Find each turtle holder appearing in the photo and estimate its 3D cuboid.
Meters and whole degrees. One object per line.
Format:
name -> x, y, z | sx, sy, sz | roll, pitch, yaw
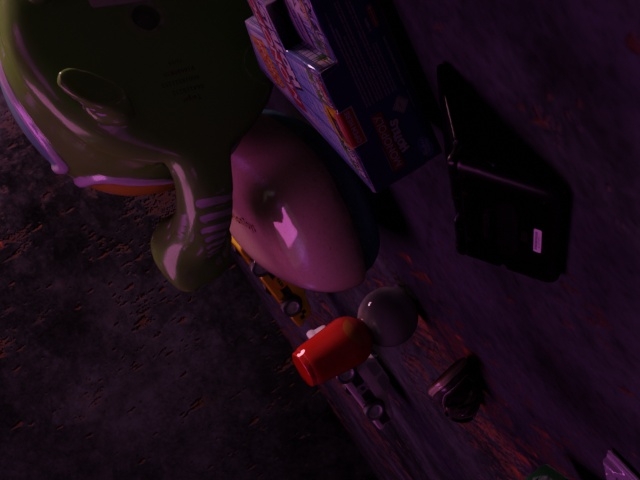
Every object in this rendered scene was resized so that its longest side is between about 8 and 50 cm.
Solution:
turtle holder -> -0.154, -0.139, 0.981 | 0.320, 0.243, 0.227 | 41, 148, -3

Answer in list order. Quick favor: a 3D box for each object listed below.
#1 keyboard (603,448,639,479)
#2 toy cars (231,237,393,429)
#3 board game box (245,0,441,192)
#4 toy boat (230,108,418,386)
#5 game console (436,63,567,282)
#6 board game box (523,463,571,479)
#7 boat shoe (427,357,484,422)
keyboard -> 0.283, 0.265, 0.922 | 0.072, 0.014, 0.256 | 41, 164, 41
toy cars -> 0.000, 0.120, 1.698 | 0.393, 0.087, 0.176 | 51, 176, 10
board game box -> -0.011, -0.156, 0.773 | 0.194, 0.060, 0.194 | 62, 171, -31
toy boat -> 0.000, 0.000, 1.122 | 0.267, 0.148, 0.318 | 33, 149, 56
game console -> 0.115, -0.041, 0.692 | 0.107, 0.071, 0.122 | 20, 158, 20
board game box -> 0.300, 0.329, 0.886 | 0.213, 0.046, 0.317 | 57, 168, -21
boat shoe -> 0.150, 0.163, 1.140 | 0.049, 0.056, 0.152 | 48, 179, 18
